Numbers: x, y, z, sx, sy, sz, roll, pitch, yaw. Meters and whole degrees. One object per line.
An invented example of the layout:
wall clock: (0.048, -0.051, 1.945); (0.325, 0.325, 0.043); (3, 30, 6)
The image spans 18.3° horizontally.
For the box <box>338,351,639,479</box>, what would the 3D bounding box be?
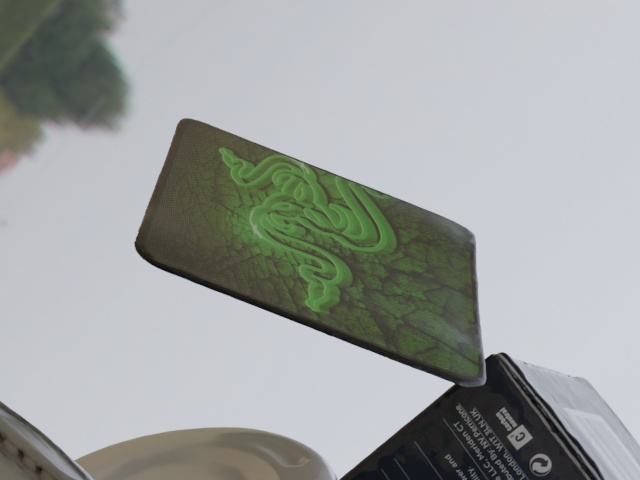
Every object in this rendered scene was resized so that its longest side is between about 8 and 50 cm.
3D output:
box: (0.057, 0.160, 0.917); (0.207, 0.108, 0.153); (-40, 160, 11)

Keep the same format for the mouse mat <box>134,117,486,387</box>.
mouse mat: (0.000, 0.000, 0.865); (0.189, 0.153, 0.007); (-85, -163, -70)

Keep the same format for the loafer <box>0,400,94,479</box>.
loafer: (-0.063, 0.123, 0.505); (0.112, 0.319, 0.111); (-42, 169, -23)

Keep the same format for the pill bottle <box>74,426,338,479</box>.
pill bottle: (-0.042, 0.196, 0.775); (0.124, 0.221, 0.124); (-6, -161, 2)
